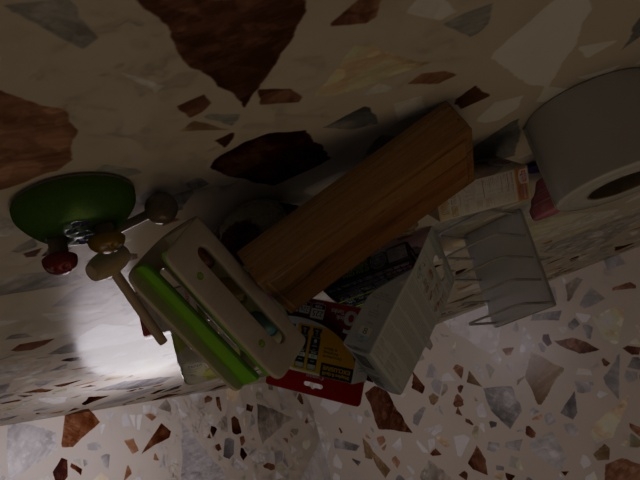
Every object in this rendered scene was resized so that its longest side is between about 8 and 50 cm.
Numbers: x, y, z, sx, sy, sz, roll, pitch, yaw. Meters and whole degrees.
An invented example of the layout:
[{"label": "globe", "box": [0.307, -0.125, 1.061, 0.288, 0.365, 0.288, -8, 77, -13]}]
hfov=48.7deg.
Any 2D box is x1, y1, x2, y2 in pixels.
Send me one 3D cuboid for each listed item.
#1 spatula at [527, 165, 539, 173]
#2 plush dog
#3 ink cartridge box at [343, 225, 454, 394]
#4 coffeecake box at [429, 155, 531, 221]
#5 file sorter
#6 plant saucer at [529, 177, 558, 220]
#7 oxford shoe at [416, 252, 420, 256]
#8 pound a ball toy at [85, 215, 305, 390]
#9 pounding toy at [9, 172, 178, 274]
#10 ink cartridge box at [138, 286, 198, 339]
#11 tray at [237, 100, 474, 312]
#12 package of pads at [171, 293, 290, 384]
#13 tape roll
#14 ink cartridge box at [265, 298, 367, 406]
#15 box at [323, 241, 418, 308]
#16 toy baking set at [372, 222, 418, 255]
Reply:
[{"label": "spatula", "box": [0.423, -0.121, 1.624, 0.296, 0.030, 0.084, -29, 162, 31]}, {"label": "plush dog", "box": [-0.140, 0.009, 1.314, 0.225, 0.210, 0.262, -49, 176, 38]}, {"label": "ink cartridge box", "box": [0.224, 0.187, 1.908, 0.091, 0.385, 0.308, 16, 157, 31]}, {"label": "coffeecake box", "box": [0.290, -0.103, 1.377, 0.185, 0.068, 0.142, -15, -164, -7]}, {"label": "file sorter", "box": [0.464, 0.077, 1.901, 0.173, 0.278, 0.192, 2, 156, -45]}, {"label": "plant saucer", "box": [0.608, -0.147, 1.558, 0.332, 0.084, 0.332, -24, 173, -3]}, {"label": "oxford shoe", "box": [0.260, 0.091, 2.146, 0.096, 0.083, 0.227, -38, 179, -45]}, {"label": "pound a ball toy", "box": [-0.198, 0.094, 1.164, 0.208, 0.319, 0.136, -25, -159, 43]}, {"label": "pounding toy", "box": [-0.344, -0.011, 1.080, 0.182, 0.110, 0.236, -26, 161, 31]}, {"label": "ink cartridge box", "box": [-0.366, 0.173, 1.702, 0.135, 0.099, 0.056, -12, 164, -13]}, {"label": "tray", "box": [0.074, -0.043, 1.194, 0.410, 0.076, 0.203, -35, 157, 0]}, {"label": "package of pads", "box": [-0.225, 0.228, 1.786, 0.296, 0.229, 0.101, -13, 132, -13]}, {"label": "tape roll", "box": [0.519, -0.176, 1.291, 0.246, 0.169, 0.246, -16, 164, -5]}, {"label": "ink cartridge box", "box": [-0.022, 0.298, 1.960, 0.309, 0.272, 0.130, 8, 175, 24]}, {"label": "box", "box": [0.167, 0.121, 2.016, 0.270, 0.060, 0.216, -22, 143, 18]}, {"label": "toy baking set", "box": [0.136, 0.007, 1.777, 0.256, 0.030, 0.196, -29, 160, 37]}]
